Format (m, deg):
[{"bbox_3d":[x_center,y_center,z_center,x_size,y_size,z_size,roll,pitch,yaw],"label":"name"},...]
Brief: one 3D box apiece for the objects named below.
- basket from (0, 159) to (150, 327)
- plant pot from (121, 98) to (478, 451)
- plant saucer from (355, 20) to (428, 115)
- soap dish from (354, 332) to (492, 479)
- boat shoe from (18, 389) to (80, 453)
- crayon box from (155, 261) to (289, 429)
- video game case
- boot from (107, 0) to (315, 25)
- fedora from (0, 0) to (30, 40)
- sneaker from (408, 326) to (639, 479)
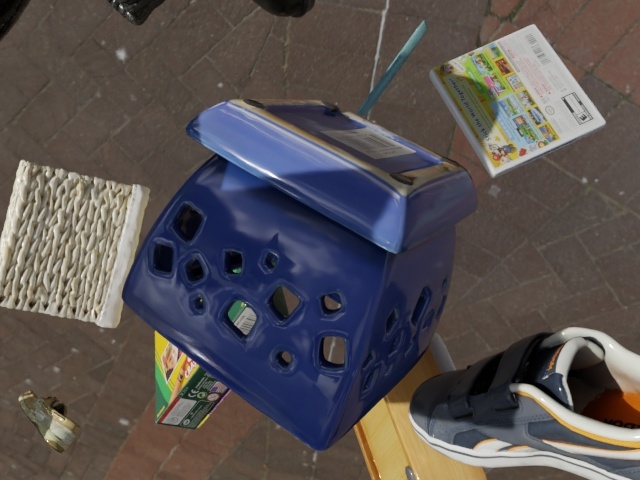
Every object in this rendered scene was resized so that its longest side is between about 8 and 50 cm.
[{"bbox_3d":[-0.588,0.009,1.314,0.266,0.331,0.328,13,176,-29],"label":"basket"},{"bbox_3d":[0.000,0.000,0.520,0.236,0.236,0.212,30,115,21],"label":"plant pot"},{"bbox_3d":[0.126,-0.300,1.009,0.018,0.067,0.192,36,98,-6],"label":"plant saucer"},{"bbox_3d":[0.135,0.291,0.883,0.118,0.229,0.291,-12,150,-15],"label":"soap dish"},{"bbox_3d":[-0.380,0.247,0.803,0.135,0.045,0.050,25,148,38],"label":"boat shoe"},{"bbox_3d":[-0.228,0.156,1.195,0.106,0.313,0.363,22,119,-32],"label":"crayon box"},{"bbox_3d":[0.328,-0.240,0.964,0.206,0.227,0.026,-24,161,-2],"label":"video game case"},{"bbox_3d":[-0.208,-0.438,0.933,0.348,0.260,0.131,41,161,2],"label":"boot"},{"bbox_3d":[-0.453,-0.275,0.569,0.152,0.334,0.334,47,126,-5],"label":"fedora"},{"bbox_3d":[0.210,0.151,0.561,0.321,0.126,0.127,-7,119,46],"label":"sneaker"}]
